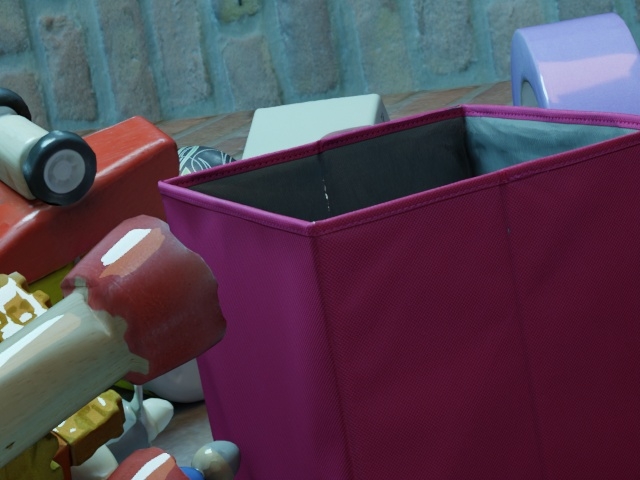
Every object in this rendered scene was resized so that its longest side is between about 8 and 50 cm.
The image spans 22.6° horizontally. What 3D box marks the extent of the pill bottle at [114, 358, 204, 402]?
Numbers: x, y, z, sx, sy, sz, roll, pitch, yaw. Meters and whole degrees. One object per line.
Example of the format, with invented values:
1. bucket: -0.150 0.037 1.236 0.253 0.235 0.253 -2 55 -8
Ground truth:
1. pill bottle: -0.173 0.081 1.502 0.117 0.117 0.215 -19 15 -35

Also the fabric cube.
1. fabric cube: 0.073 0.066 1.051 0.259 0.258 0.254 -16 13 -23

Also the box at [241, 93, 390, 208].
1. box: 0.000 0.000 1.446 0.127 0.148 0.232 -6 42 19

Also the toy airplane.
1. toy airplane: -0.289 0.096 1.331 0.384 0.272 0.386 -16 46 23

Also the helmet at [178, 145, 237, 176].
1. helmet: -0.145 -0.026 1.850 0.169 0.161 0.169 -10 12 2

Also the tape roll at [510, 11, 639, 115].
1. tape roll: 0.238 -0.059 1.422 0.090 0.275 0.275 -10 13 2

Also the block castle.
1. block castle: -0.252 0.031 1.016 0.453 0.303 0.213 34 53 27
